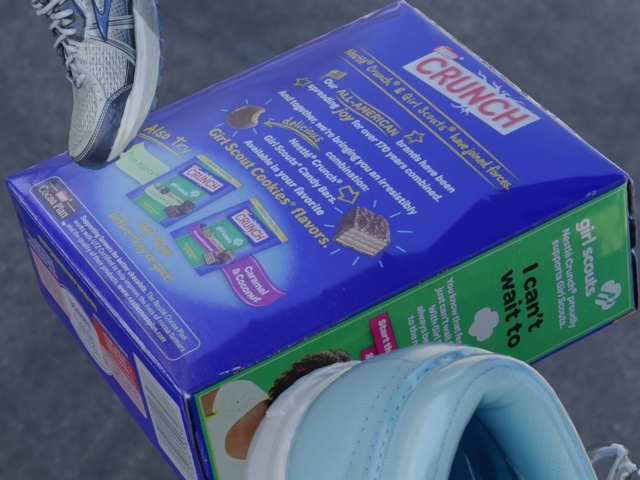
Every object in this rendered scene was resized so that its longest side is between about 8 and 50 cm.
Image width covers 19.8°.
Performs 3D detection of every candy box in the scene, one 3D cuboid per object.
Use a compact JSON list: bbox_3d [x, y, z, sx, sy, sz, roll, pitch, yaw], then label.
[{"bbox_3d":[0.000,0.000,1.184,0.317,0.122,0.268,-26,42,-18],"label":"candy box"}]

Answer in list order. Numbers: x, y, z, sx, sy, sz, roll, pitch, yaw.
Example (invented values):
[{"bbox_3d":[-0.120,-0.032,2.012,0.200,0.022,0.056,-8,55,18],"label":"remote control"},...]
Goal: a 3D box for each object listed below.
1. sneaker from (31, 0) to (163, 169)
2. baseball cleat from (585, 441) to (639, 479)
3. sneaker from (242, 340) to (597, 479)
[{"bbox_3d":[-0.097,-0.097,0.744,0.058,0.135,0.052,4,5,-30],"label":"sneaker"},{"bbox_3d":[0.096,0.191,0.986,0.109,0.206,0.072,24,11,23],"label":"baseball cleat"},{"bbox_3d":[0.079,0.208,0.628,0.135,0.150,0.366,-21,85,-28],"label":"sneaker"}]
